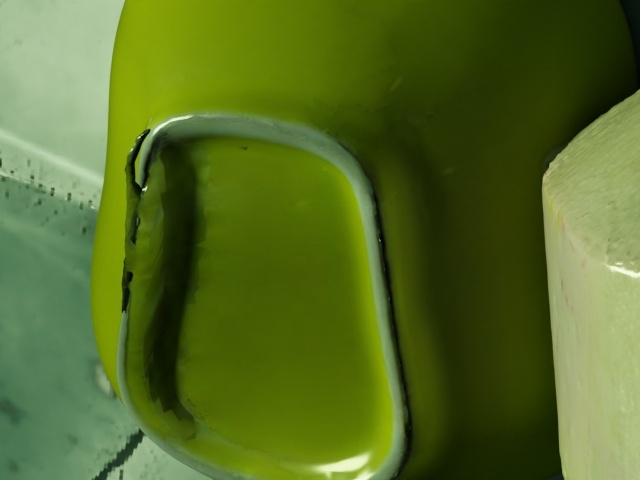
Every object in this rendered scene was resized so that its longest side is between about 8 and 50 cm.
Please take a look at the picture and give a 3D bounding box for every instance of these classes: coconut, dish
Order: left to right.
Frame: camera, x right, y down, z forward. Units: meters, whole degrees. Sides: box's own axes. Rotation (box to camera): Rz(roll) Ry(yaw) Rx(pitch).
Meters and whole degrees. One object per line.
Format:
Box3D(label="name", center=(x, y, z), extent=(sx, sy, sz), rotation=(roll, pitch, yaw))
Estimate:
Box3D(label="dish", center=(0.000, 0.000, 0.603), extent=(0.221, 0.108, 0.262), rotation=(11, 119, 19))
Box3D(label="coconut", center=(0.138, 0.011, 0.522), extent=(0.147, 0.147, 0.152), rotation=(8, 119, 22))
